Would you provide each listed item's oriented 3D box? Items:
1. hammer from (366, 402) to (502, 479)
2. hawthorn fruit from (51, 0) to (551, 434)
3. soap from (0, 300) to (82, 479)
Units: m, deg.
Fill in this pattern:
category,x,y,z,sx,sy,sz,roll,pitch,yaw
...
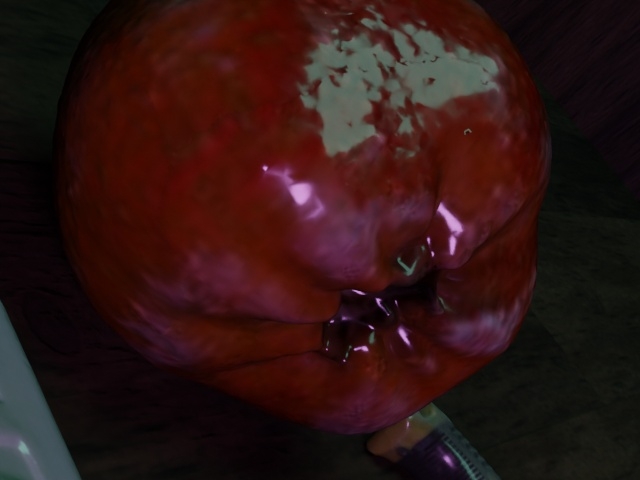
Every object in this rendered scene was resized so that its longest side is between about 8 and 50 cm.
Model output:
category,x,y,z,sx,sy,sz,roll,pitch,yaw
hammer,0.121,0.196,1.018,0.226,0.041,0.159,50,17,6
hawthorn fruit,-0.012,-0.031,0.860,0.284,0.284,0.284,43,18,-18
soap,-0.159,0.077,0.529,0.160,0.087,0.265,23,30,-53
